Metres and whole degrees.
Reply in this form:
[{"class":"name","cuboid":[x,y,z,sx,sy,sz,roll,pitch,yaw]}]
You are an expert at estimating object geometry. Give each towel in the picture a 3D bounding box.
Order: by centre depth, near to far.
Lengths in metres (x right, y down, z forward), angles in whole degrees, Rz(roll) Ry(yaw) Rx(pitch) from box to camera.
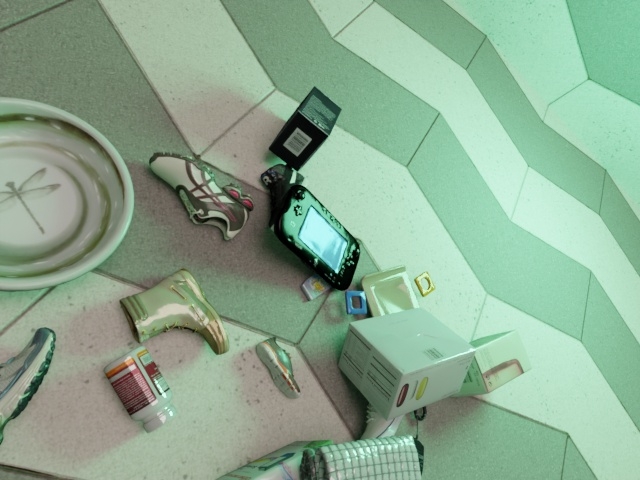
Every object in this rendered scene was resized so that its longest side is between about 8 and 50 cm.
[{"class":"towel","cuboid":[0.088,0.525,0.847,0.235,0.121,0.283,9,62,-32]}]

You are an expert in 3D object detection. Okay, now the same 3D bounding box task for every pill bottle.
[{"class":"pill bottle","cuboid":[-0.346,0.291,0.885,0.086,0.086,0.152,-29,86,-38]}]

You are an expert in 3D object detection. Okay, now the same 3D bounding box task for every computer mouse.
[{"class":"computer mouse","cuboid":[0.245,0.513,1.209,0.071,0.041,0.242,38,46,-24]}]

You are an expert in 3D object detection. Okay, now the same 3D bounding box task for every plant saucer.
[{"class":"plant saucer","cuboid":[-0.584,-0.084,0.889,0.401,0.100,0.400,13,62,-27]}]

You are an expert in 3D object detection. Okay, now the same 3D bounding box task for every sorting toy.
[{"class":"sorting toy","cuboid":[0.206,0.183,1.323,0.348,0.047,0.195,-12,81,-35]}]

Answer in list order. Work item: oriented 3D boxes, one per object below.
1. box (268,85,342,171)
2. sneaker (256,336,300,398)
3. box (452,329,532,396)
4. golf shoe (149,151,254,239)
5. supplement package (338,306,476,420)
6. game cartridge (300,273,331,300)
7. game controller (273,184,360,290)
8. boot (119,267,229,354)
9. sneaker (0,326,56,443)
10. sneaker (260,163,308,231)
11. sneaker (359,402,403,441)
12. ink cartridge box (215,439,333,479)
[{"class":"box","cuboid":[-0.040,-0.319,1.287,0.108,0.153,0.207,37,37,-13]},{"class":"sneaker","cuboid":[-0.084,0.296,1.073,0.065,0.061,0.158,-30,88,-45]},{"class":"box","cuboid":[0.490,0.367,1.359,0.232,0.149,0.126,-9,75,-35]},{"class":"golf shoe","cuboid":[-0.294,-0.112,1.094,0.273,0.105,0.120,30,63,-18]},{"class":"supplement package","cuboid":[0.217,0.300,1.153,0.262,0.145,0.204,-5,29,-34]},{"class":"game cartridge","cuboid":[-0.013,0.121,1.225,0.083,0.017,0.056,-30,83,-39]},{"class":"game controller","cuboid":[0.000,0.000,1.198,0.319,0.067,0.166,43,46,-37]},{"class":"boot","cuboid":[-0.307,0.181,0.966,0.165,0.077,0.213,-28,81,-39]},{"class":"sneaker","cuboid":[-0.556,0.259,0.749,0.122,0.110,0.283,32,55,-14]},{"class":"sneaker","cuboid":[-0.124,-0.126,1.232,0.121,0.079,0.217,36,46,-11]},{"class":"sneaker","cuboid":[0.153,0.438,1.154,0.091,0.094,0.258,49,42,6]},{"class":"ink cartridge box","cuboid":[-0.083,0.490,0.923,0.212,0.154,0.093,-11,76,-36]}]
